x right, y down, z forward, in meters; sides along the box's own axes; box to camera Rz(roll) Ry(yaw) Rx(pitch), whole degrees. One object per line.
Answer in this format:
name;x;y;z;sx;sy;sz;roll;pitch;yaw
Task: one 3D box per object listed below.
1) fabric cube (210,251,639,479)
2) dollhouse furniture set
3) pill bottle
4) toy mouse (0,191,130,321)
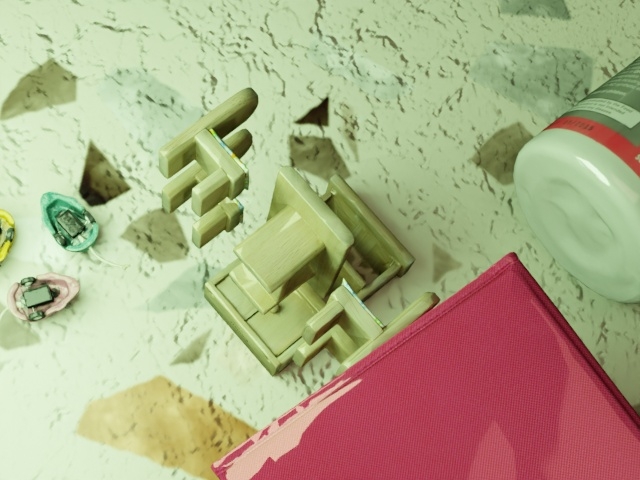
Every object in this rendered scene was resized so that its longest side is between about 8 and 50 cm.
fabric cube;0.118;0.207;0.796;0.254;0.259;0.258;-35;71;-1
dollhouse furniture set;0.000;0.000;0.898;0.161;0.242;0.212;-39;80;-17
pill bottle;0.345;-0.101;1.007;0.318;0.176;0.176;-37;79;-16
toy mouse;-0.238;0.017;0.975;0.143;0.031;0.161;5;71;-5
